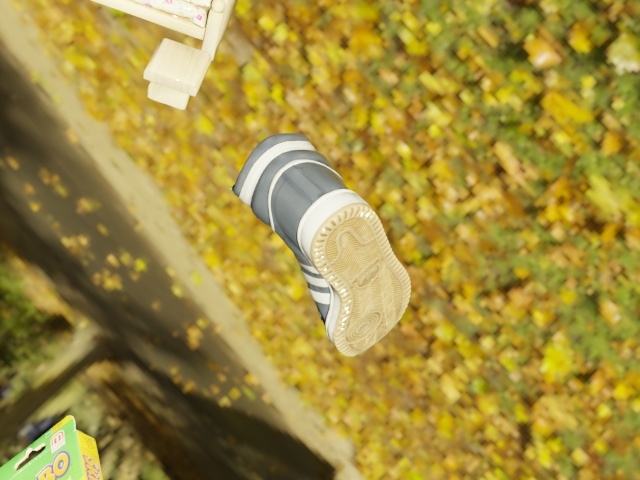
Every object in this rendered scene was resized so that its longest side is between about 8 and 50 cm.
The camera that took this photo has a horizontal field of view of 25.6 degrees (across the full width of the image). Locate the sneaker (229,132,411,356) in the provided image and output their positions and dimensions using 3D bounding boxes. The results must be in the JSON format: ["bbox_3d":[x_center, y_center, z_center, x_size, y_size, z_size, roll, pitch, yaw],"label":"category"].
[{"bbox_3d":[0.000,0.000,1.409,0.153,0.099,0.282,46,167,29],"label":"sneaker"}]

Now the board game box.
[{"bbox_3d":[-0.244,0.293,1.293,0.039,0.124,0.259,35,-156,-45],"label":"board game box"}]

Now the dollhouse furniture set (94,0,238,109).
[{"bbox_3d":[-0.193,-0.322,1.195,0.303,0.355,0.174,18,134,-4],"label":"dollhouse furniture set"}]
